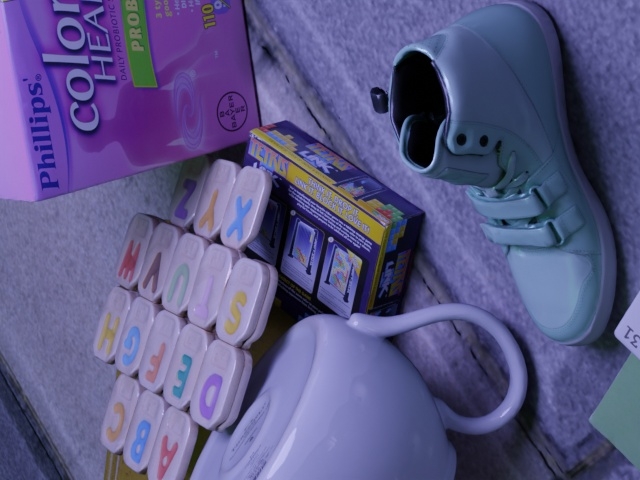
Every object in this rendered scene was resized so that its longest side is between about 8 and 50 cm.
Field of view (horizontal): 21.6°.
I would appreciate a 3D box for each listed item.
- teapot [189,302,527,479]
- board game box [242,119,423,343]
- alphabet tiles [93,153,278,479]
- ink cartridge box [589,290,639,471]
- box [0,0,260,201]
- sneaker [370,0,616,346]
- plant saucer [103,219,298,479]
[{"bbox_3d":[0.021,0.189,1.303,0.187,0.252,0.256,31,143,-13],"label":"teapot"},{"bbox_3d":[0.000,0.000,1.406,0.170,0.048,0.141,36,128,34],"label":"board game box"},{"bbox_3d":[-0.122,0.062,1.429,0.284,0.021,0.278,20,94,60],"label":"alphabet tiles"},{"bbox_3d":[0.272,0.111,1.136,0.171,0.056,0.235,46,133,25],"label":"ink cartridge box"},{"bbox_3d":[-0.188,-0.165,1.401,0.117,0.243,0.213,7,110,48],"label":"box"},{"bbox_3d":[0.117,-0.031,1.179,0.094,0.151,0.256,-8,100,48],"label":"sneaker"},{"bbox_3d":[-0.095,0.198,1.570,0.333,0.081,0.332,36,129,35],"label":"plant saucer"}]
